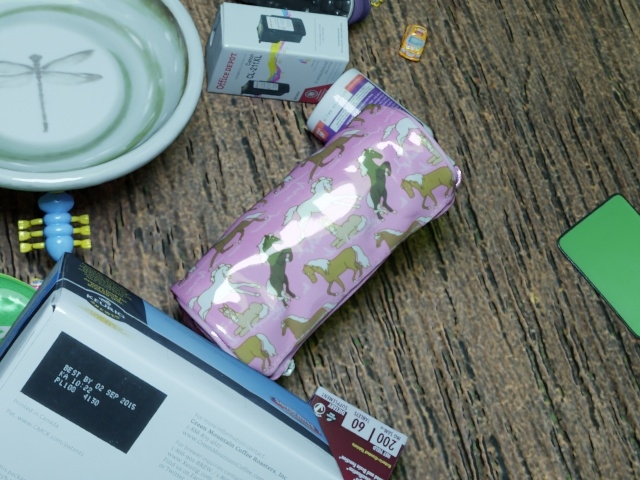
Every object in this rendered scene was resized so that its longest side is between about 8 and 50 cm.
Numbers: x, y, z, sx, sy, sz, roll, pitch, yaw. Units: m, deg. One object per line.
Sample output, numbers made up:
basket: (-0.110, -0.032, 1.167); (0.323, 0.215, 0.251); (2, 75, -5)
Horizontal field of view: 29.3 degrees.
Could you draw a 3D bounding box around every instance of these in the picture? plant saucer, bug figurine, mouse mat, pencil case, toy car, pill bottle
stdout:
plant saucer: (-0.347, -0.206, 1.510); (0.400, 0.100, 0.401); (6, 56, -9)
bug figurine: (-0.396, 0.040, 1.430); (0.279, 0.072, 0.216); (-8, 89, -21)
mouse mat: (0.445, 0.035, 1.760); (0.152, 0.007, 0.190); (-34, 80, -27)
pencil case: (0.000, 0.000, 1.505); (0.386, 0.160, 0.167); (-45, 125, -13)
toy car: (0.110, -0.321, 1.806); (0.122, 0.040, 0.060); (37, 61, 2)
pill bottle: (0.086, -0.137, 1.673); (0.193, 0.108, 0.108); (39, 61, 4)

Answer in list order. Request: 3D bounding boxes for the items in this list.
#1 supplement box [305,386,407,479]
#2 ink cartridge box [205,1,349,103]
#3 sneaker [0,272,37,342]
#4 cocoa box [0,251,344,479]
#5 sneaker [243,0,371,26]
supplement box: (-0.006, 0.311, 1.454); (0.130, 0.073, 0.239); (30, 62, -2)
ink cartridge box: (-0.062, -0.253, 1.672); (0.175, 0.127, 0.072); (4, 67, -14)
sneaker: (-0.431, 0.071, 1.315); (0.295, 0.123, 0.110); (15, 89, -23)
cocoa box: (-0.188, 0.213, 1.273); (0.347, 0.228, 0.231); (34, 95, -15)
sneaker: (-0.056, -0.384, 1.770); (0.283, 0.107, 0.124); (34, 24, 15)
